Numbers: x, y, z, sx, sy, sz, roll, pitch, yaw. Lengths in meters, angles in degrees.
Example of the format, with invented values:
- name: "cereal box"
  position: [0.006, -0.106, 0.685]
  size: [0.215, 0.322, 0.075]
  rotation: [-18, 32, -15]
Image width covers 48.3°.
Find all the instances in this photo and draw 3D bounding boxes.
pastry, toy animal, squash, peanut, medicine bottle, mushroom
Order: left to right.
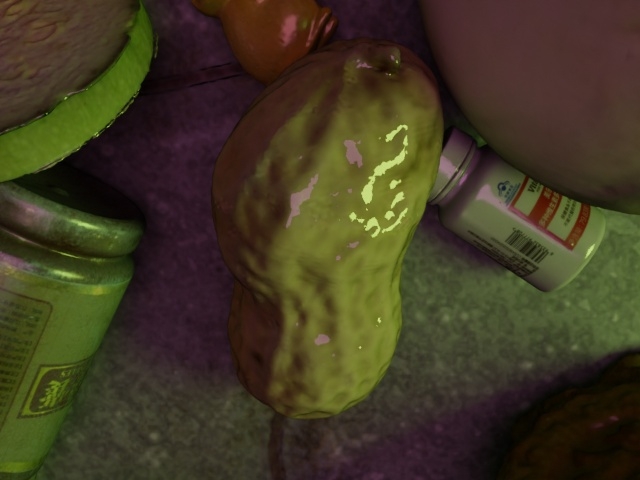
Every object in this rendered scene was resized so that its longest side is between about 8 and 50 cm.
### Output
- name: "medicine bottle"
  position: [-0.264, 0.098, 0.555]
  size: [0.151, 0.151, 0.322]
  rotation: [27, 99, -3]
- name: "squash"
  position: [-0.228, -0.132, 0.509]
  size: [0.219, 0.219, 0.041]
  rotation: [-7, 142, 2]
- name: "toy animal"
  position: [-0.070, -0.187, 0.548]
  size: [0.159, 0.070, 0.083]
  rotation: [39, 101, 0]
- name: "peanut"
  position: [-0.008, -0.003, 0.523]
  size: [0.159, 0.143, 0.291]
  rotation: [-1, 114, -25]
- name: "medicine bottle"
  position: [0.144, -0.027, 0.562]
  size: [0.140, 0.079, 0.079]
  rotation: [33, 99, -4]
- name: "pastry"
  position: [0.238, 0.213, 0.530]
  size: [0.240, 0.235, 0.132]
  rotation: [-24, 110, -1]
- name: "mushroom"
  position: [0.207, -0.198, 0.425]
  size: [0.315, 0.315, 0.356]
  rotation: [24, 99, -3]
